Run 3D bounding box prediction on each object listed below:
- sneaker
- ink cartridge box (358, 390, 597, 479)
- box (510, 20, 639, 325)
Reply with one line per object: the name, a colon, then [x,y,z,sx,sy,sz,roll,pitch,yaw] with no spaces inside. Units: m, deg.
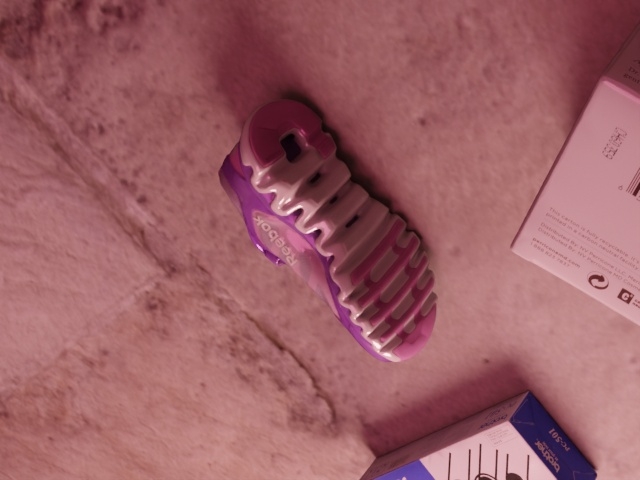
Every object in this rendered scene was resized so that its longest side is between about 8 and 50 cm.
sneaker: [0.000,0.000,1.522,0.236,0.095,0.104,54,142,-6]
ink cartridge box: [0.130,0.209,1.622,0.097,0.046,0.207,50,136,-8]
box: [0.256,-0.036,1.286,0.181,0.119,0.182,32,136,9]
